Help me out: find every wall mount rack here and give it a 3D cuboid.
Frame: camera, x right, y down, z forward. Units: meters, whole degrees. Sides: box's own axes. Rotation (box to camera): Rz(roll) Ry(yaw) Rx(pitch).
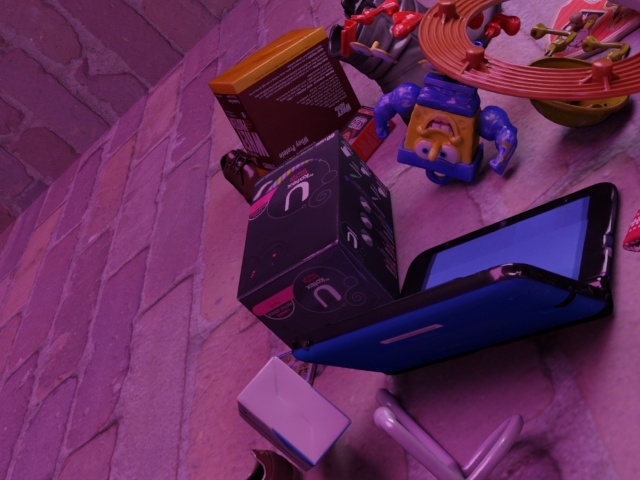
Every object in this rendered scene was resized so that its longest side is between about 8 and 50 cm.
[{"bbox_3d":[0.032,0.264,0.802,0.350,0.130,0.304,-49,-11,-3],"label":"wall mount rack"}]

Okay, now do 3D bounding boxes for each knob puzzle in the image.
[{"bbox_3d":[0.379,-0.318,1.156,0.213,0.030,0.213,-36,29,24],"label":"knob puzzle"}]

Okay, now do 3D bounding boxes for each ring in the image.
[{"bbox_3d":[0.284,-0.262,1.007,0.336,0.032,0.337,-5,38,4],"label":"ring"}]

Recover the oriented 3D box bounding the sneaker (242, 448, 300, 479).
[{"bbox_3d":[-0.105,0.324,0.974,0.188,0.071,0.066,-54,27,-12],"label":"sneaker"}]

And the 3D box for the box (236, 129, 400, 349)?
[{"bbox_3d":[0.000,0.000,1.161,0.165,0.143,0.270,-31,31,21],"label":"box"}]

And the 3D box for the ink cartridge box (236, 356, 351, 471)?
[{"bbox_3d":[-0.032,0.194,0.915,0.060,0.104,0.180,-49,-9,-16],"label":"ink cartridge box"}]

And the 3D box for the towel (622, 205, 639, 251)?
[{"bbox_3d":[0.385,-0.113,0.763,0.199,0.031,0.275,-36,12,52],"label":"towel"}]

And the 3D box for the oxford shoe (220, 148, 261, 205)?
[{"bbox_3d":[-0.141,-0.126,1.614,0.083,0.096,0.227,-51,28,-10],"label":"oxford shoe"}]

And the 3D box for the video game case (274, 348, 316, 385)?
[{"bbox_3d":[-0.043,0.191,1.127,0.087,0.011,0.122,-28,33,37],"label":"video game case"}]

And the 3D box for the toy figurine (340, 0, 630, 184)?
[{"bbox_3d":[0.202,-0.168,1.120,0.362,0.217,0.191,16,40,14],"label":"toy figurine"}]

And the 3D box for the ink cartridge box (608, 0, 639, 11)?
[{"bbox_3d":[0.466,-0.378,0.916,0.289,0.121,0.211,-49,49,-9],"label":"ink cartridge box"}]

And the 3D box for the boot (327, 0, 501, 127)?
[{"bbox_3d":[0.155,-0.358,1.330,0.118,0.222,0.338,-17,40,47],"label":"boot"}]

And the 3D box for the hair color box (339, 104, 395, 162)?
[{"bbox_3d":[0.054,-0.158,1.417,0.141,0.043,0.072,-52,27,-5],"label":"hair color box"}]

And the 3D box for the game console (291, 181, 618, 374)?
[{"bbox_3d":[0.143,0.029,0.898,0.293,0.250,0.173,-25,61,40],"label":"game console"}]

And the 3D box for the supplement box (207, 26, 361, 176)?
[{"bbox_3d":[-0.054,-0.236,1.466,0.191,0.194,0.129,-36,23,-16],"label":"supplement box"}]
